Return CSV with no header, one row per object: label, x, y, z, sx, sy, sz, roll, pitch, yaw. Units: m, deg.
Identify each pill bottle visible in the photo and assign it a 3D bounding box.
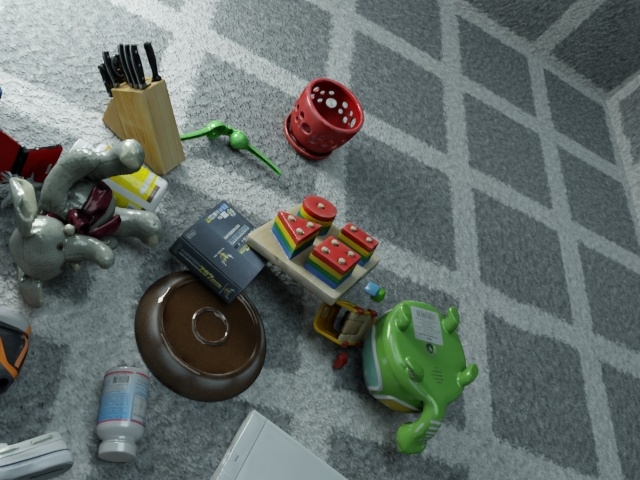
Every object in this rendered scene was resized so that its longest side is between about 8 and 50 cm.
pill bottle,-0.369,0.323,1.290,0.087,0.087,0.160,18,51,-26
pill bottle,-0.454,-0.133,1.525,0.215,0.117,0.117,32,46,-15

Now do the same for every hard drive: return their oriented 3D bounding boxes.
hard drive,-0.053,0.540,1.402,0.353,0.047,0.233,39,45,-8

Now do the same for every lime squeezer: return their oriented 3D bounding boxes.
lime squeezer,-0.237,-0.258,1.808,0.310,0.059,0.110,17,33,-29

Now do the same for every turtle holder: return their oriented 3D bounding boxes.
turtle holder,0.225,0.314,1.640,0.243,0.227,0.320,-15,71,-43

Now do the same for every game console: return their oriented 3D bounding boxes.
game console,-0.615,-0.174,1.414,0.124,0.144,0.085,-18,73,-43

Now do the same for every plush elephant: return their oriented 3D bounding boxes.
plush elephant,-0.483,-0.025,1.332,0.330,0.272,0.255,2,46,-8

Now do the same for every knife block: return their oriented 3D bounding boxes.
knife block,-0.400,-0.322,1.610,0.275,0.242,0.088,45,45,-2

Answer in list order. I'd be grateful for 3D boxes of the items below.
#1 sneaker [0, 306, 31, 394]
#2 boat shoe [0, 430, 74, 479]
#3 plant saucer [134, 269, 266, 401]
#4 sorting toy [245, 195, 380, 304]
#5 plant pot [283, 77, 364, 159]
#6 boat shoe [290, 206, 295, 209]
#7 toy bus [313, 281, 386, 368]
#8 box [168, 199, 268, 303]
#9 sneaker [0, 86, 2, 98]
sneaker,-0.659,0.174,1.152,0.321,0.124,0.180,21,49,-24
boat shoe,-0.530,0.377,1.151,0.226,0.083,0.076,1,48,-50
plant saucer,-0.245,0.193,1.503,0.310,0.050,0.311,20,50,-26
sorting toy,0.000,0.000,1.655,0.255,0.089,0.257,36,34,13
plant pot,0.001,-0.334,1.965,0.191,0.174,0.191,20,50,-25
boat shoe,-0.023,-0.043,1.836,0.137,0.049,0.043,32,48,-21
toy bus,0.062,0.194,1.685,0.104,0.202,0.191,27,47,24
box,-0.216,0.020,1.596,0.183,0.059,0.233,43,30,-2
sneaker,-0.765,-0.438,1.501,0.147,0.130,0.330,-23,75,-41
